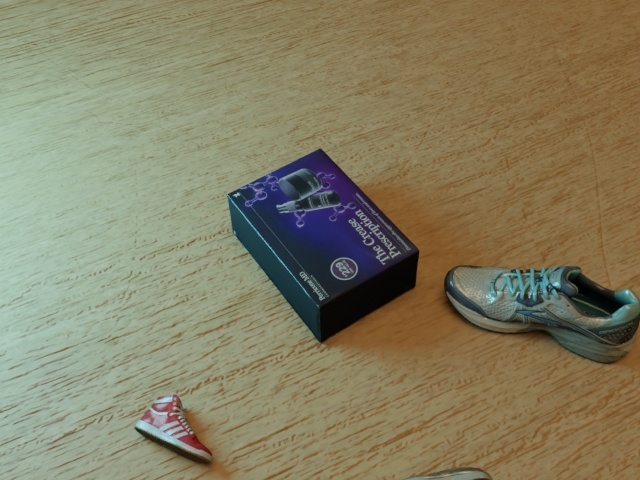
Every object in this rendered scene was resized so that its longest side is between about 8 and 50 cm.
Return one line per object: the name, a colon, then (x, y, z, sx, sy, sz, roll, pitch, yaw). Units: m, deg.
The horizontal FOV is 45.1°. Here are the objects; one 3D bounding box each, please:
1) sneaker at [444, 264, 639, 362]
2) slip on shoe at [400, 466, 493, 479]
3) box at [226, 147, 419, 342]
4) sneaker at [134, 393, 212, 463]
sneaker: (0.322, 0.073, 1.115, 0.282, 0.122, 0.110, 14, 53, 12)
slip on shoe: (0.151, 0.314, 0.980, 0.135, 0.052, 0.041, -12, 12, 1)
box: (0.000, 0.000, 1.195, 0.184, 0.103, 0.261, -30, 57, -18)
sneaker: (-0.184, 0.249, 1.034, 0.118, 0.042, 0.067, 21, 58, 19)
